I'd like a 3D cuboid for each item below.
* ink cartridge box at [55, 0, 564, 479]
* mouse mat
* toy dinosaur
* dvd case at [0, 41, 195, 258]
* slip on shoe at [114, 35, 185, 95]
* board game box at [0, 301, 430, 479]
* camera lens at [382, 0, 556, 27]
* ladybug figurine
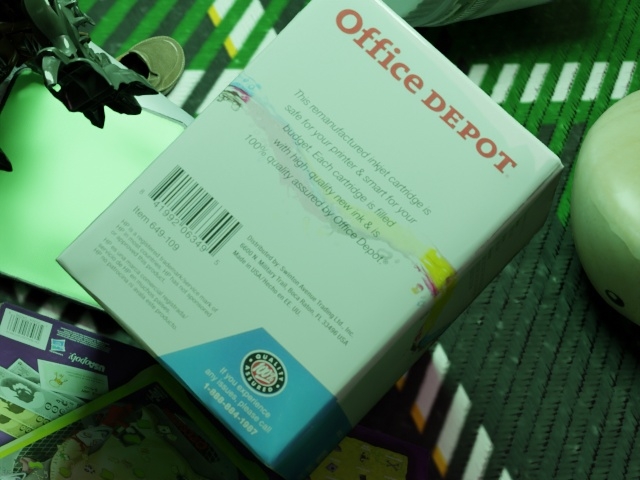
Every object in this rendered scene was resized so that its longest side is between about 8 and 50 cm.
[{"bbox_3d":[0.000,0.000,1.132,0.198,0.197,0.270,43,84,11],"label":"ink cartridge box"},{"bbox_3d":[-0.197,-0.042,1.301,0.153,0.007,0.189,20,58,-5],"label":"mouse mat"},{"bbox_3d":[-0.251,-0.165,1.183,0.322,0.164,0.218,4,59,-62],"label":"toy dinosaur"},{"bbox_3d":[-0.191,-0.066,1.332,0.253,0.022,0.180,37,58,5],"label":"dvd case"},{"bbox_3d":[-0.159,-0.148,1.444,0.051,0.041,0.135,40,43,8],"label":"slip on shoe"},{"bbox_3d":[-0.091,0.186,1.176,0.347,0.056,0.208,21,40,-12],"label":"board game box"},{"bbox_3d":[0.146,-0.332,1.659,0.274,0.219,0.219,-18,62,-40],"label":"camera lens"},{"bbox_3d":[0.415,-0.005,1.556,0.449,0.162,0.305,2,50,-28],"label":"ladybug figurine"}]
